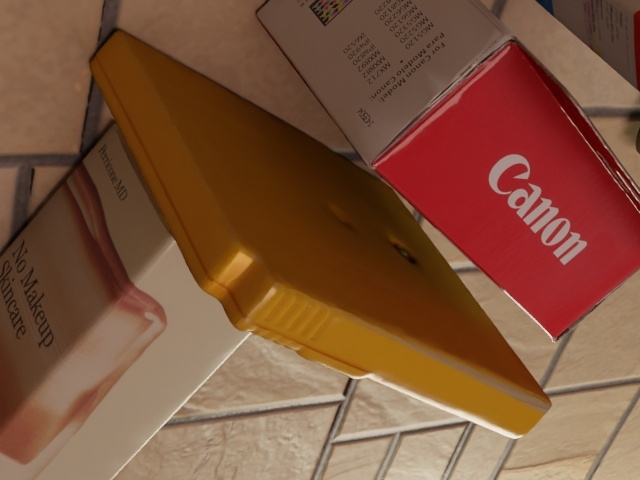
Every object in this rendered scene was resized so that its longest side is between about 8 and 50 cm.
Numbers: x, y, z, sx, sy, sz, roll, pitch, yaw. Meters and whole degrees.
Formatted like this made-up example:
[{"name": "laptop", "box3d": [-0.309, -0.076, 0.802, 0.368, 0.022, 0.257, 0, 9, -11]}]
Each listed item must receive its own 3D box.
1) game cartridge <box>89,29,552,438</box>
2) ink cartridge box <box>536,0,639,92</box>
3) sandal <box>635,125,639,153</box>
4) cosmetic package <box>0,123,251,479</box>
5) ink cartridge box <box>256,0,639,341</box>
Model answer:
[{"name": "game cartridge", "box3d": [0.000, 0.000, 0.812, 0.323, 0.285, 0.053, 25, 113, -42]}, {"name": "ink cartridge box", "box3d": [0.266, -0.189, 0.832, 0.134, 0.231, 0.078, -26, 137, -6]}, {"name": "sandal", "box3d": [0.409, -0.141, 1.085, 0.219, 0.060, 0.090, -22, 136, -11]}, {"name": "cosmetic package", "box3d": [-0.187, 0.077, 0.873, 0.296, 0.153, 0.129, -47, 136, 14]}, {"name": "ink cartridge box", "box3d": [0.131, -0.061, 0.841, 0.130, 0.272, 0.309, -42, 136, 10]}]
